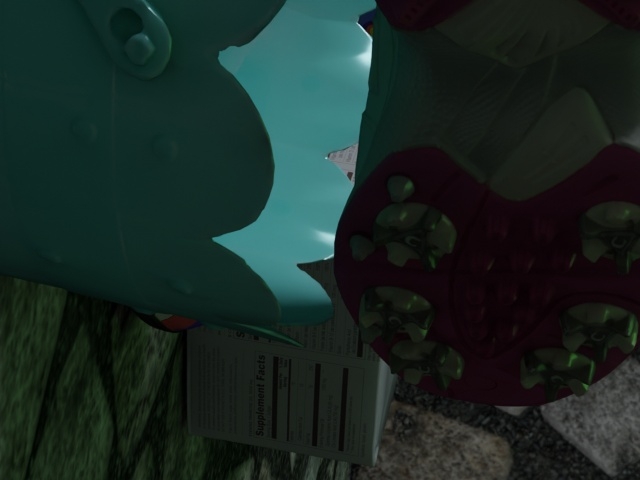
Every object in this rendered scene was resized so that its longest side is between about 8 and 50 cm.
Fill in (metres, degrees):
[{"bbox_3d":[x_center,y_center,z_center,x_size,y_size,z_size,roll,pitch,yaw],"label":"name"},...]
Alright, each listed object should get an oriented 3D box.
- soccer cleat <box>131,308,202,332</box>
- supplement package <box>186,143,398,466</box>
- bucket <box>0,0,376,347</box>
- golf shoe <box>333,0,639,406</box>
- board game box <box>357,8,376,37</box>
[{"bbox_3d":[-0.056,-0.048,1.062,0.318,0.116,0.109,90,12,-51],"label":"soccer cleat"},{"bbox_3d":[0.000,0.000,1.435,0.262,0.145,0.204,-70,167,-50],"label":"supplement package"},{"bbox_3d":[-0.071,-0.108,0.623,0.281,0.183,0.281,9,90,-83],"label":"bucket"},{"bbox_3d":[0.068,-0.069,0.596,0.306,0.115,0.140,92,8,-49],"label":"golf shoe"},{"bbox_3d":[0.062,-0.150,0.909,0.078,0.347,0.233,116,-8,-49],"label":"board game box"}]
